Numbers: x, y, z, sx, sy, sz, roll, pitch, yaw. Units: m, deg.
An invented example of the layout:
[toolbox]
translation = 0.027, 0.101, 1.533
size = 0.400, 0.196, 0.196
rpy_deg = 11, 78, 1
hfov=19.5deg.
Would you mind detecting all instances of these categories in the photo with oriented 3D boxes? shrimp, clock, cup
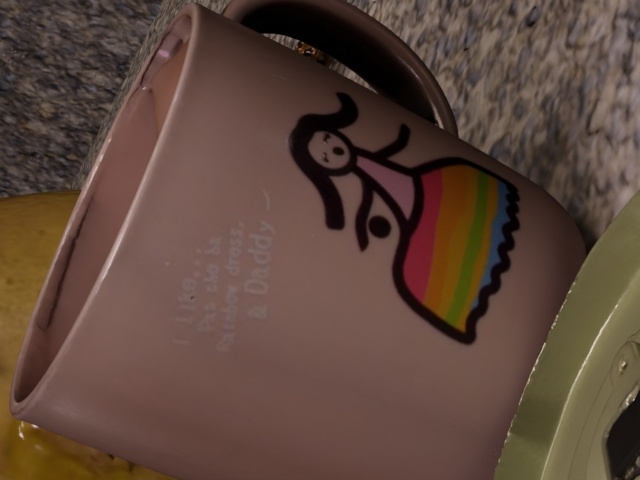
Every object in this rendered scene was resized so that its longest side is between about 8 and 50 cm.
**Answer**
[shrimp]
translation = 0.000, -0.148, 1.477
size = 0.095, 0.045, 0.162
rpy_deg = -48, 2, -18
[clock]
translation = 0.116, 0.069, 0.632
size = 0.235, 0.029, 0.235
rpy_deg = -60, 14, 26
[cup]
translation = 0.000, 0.000, 0.830
size = 0.191, 0.200, 0.253
rpy_deg = -50, 21, 50

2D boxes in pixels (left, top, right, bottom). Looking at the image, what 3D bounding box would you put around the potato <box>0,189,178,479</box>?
[potato]
translation = -0.115, 0.043, 1.028
size = 0.290, 0.296, 0.397
rpy_deg = -44, 27, 54
